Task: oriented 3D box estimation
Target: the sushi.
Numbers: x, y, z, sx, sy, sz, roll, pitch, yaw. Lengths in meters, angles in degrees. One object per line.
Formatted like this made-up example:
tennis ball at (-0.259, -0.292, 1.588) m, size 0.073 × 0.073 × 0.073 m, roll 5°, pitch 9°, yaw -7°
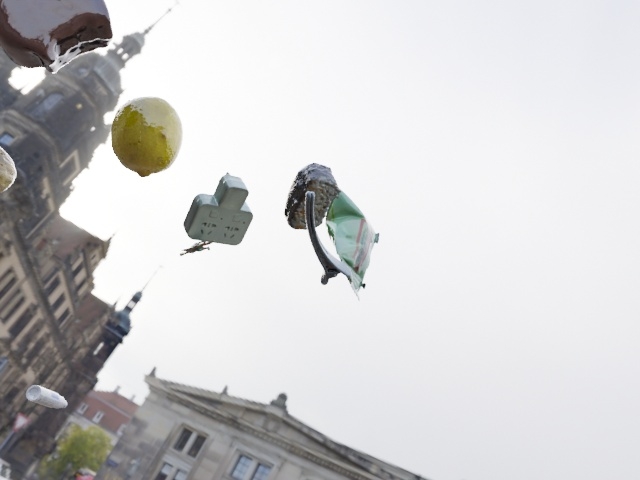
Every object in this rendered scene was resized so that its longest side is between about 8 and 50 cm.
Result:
sushi at (-0.037, -0.142, 1.847) m, size 0.136 × 0.126 × 0.225 m, roll 16°, pitch -53°, yaw -28°

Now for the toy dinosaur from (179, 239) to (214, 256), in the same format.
toy dinosaur at (-0.464, 0.026, 2.053) m, size 0.187 × 0.106 × 0.044 m, roll -8°, pitch -85°, yaw 64°

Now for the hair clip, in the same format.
hair clip at (0.000, 0.000, 1.317) m, size 0.083 × 0.048 × 0.275 m, roll -16°, pitch -49°, yaw 8°

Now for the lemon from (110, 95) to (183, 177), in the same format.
lemon at (-0.616, -0.373, 1.978) m, size 0.260 × 0.284 × 0.260 m, roll 26°, pitch -10°, yaw 5°

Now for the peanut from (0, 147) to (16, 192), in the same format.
peanut at (-0.796, -0.196, 1.253) m, size 0.236 × 0.120 × 0.110 m, roll 37°, pitch -40°, yaw 2°

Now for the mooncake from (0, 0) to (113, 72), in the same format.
mooncake at (-0.796, -0.663, 1.678) m, size 0.333 × 0.326 × 0.174 m, roll 20°, pitch -18°, yaw -11°

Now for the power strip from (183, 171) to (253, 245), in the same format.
power strip at (-0.372, -0.126, 2.081) m, size 0.229 × 0.141 × 0.261 m, roll 9°, pitch -59°, yaw -37°

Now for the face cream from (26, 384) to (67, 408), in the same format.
face cream at (-0.603, 0.351, 1.231) m, size 0.034 × 0.034 × 0.130 m, roll 20°, pitch -24°, yaw 15°

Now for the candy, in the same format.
candy at (0.105, 0.010, 2.101) m, size 0.171 × 0.398 × 0.263 m, roll -16°, pitch -37°, yaw 24°
